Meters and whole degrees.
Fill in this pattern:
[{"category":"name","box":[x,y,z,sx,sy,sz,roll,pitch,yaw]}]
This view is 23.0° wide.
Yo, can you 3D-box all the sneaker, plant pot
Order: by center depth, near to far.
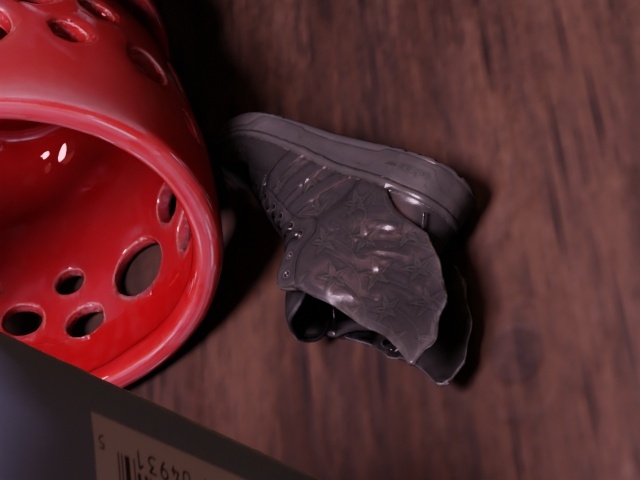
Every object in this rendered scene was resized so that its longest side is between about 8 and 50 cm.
[{"category":"sneaker","box":[0.001,0.001,0.669,0.170,0.051,0.089,15,68,39]},{"category":"plant pot","box":[-0.144,-0.042,0.722,0.191,0.191,0.174,-31,40,19]}]

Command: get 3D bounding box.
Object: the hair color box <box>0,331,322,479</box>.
[{"category":"hair color box","box":[-0.187,0.165,0.512,0.374,0.185,0.113,-24,56,25]}]
